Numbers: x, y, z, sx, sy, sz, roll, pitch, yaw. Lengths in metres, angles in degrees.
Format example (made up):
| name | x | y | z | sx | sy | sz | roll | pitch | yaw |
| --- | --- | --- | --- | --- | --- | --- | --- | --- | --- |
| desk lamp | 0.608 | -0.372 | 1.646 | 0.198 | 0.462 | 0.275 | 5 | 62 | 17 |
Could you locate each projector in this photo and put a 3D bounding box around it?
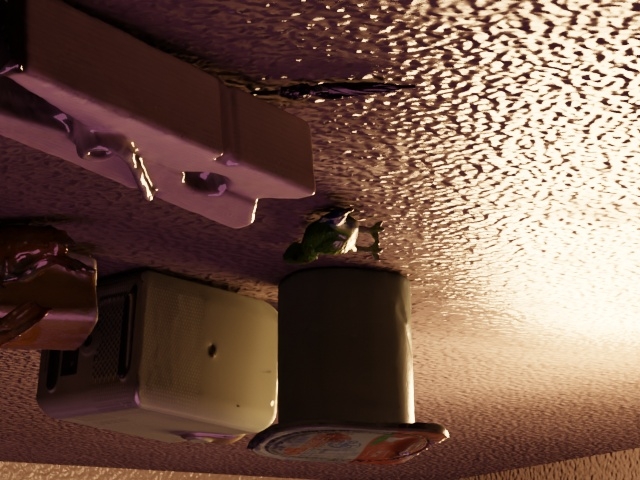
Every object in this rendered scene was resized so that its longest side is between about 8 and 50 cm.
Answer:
| name | x | y | z | sx | sy | sz | roll | pitch | yaw |
| --- | --- | --- | --- | --- | --- | --- | --- | --- | --- |
| projector | -0.168 | 0.135 | 2.046 | 0.242 | 0.163 | 0.177 | 16 | 161 | -42 |

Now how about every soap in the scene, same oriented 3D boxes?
| name | x | y | z | sx | sy | sz | roll | pitch | yaw |
| --- | --- | --- | --- | --- | --- | --- | --- | --- | --- |
| soap | -0.371 | 0.056 | 1.873 | 0.274 | 0.089 | 0.173 | 3 | 165 | -15 |

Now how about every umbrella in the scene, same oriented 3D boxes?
| name | x | y | z | sx | sy | sz | roll | pitch | yaw |
| --- | --- | --- | --- | --- | --- | --- | --- | --- | --- |
| umbrella | 0.008 | -0.109 | 1.345 | 0.122 | 0.013 | 0.022 | -2 | -178 | 13 |

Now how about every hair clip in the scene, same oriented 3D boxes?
| name | x | y | z | sx | sy | sz | roll | pitch | yaw |
| --- | --- | --- | --- | --- | --- | --- | --- | --- | --- |
| hair clip | -0.132 | -0.084 | 1.280 | 0.101 | 0.085 | 0.330 | -23 | 151 | 30 |

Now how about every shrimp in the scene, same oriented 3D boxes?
| name | x | y | z | sx | sy | sz | roll | pitch | yaw |
| --- | --- | --- | --- | --- | --- | --- | --- | --- | --- |
| shrimp | -0.301 | 0.046 | 1.743 | 0.187 | 0.132 | 0.051 | -15 | 159 | 16 |

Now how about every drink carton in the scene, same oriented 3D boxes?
| name | x | y | z | sx | sy | sz | roll | pitch | yaw |
| --- | --- | --- | --- | --- | --- | --- | --- | --- | --- |
| drink carton | 0.024 | 0.133 | 1.976 | 0.191 | 0.190 | 0.185 | 4 | 167 | -14 |

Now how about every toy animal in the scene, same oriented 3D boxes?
| name | x | y | z | sx | sy | sz | roll | pitch | yaw |
| --- | --- | --- | --- | --- | --- | --- | --- | --- | --- |
| toy animal | 0.017 | 0.001 | 1.753 | 0.075 | 0.041 | 0.217 | 4 | 170 | -10 |
